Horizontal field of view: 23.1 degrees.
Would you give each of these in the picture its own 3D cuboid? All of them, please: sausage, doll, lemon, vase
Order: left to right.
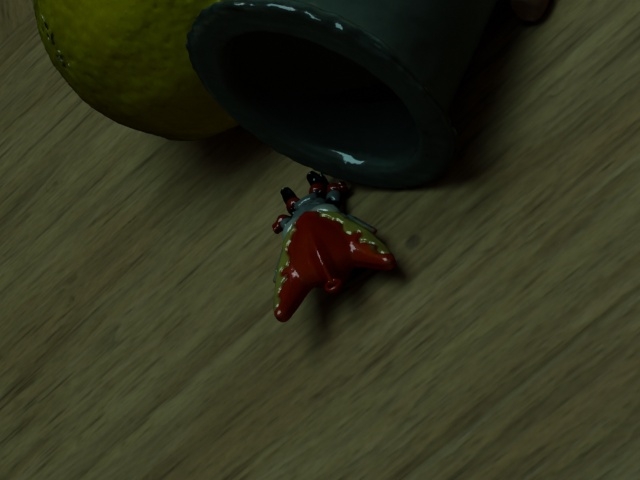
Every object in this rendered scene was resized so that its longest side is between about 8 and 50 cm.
[{"bbox_3d":[-0.132,-0.233,1.480,0.293,0.293,0.293,-27,45,30],"label":"lemon"},{"bbox_3d":[0.000,0.000,1.336,0.109,0.057,0.169,-27,27,6],"label":"doll"},{"bbox_3d":[0.052,-0.228,1.323,0.245,0.245,0.291,0,57,46],"label":"vase"},{"bbox_3d":[0.185,-0.227,1.337,0.034,0.034,0.083,-4,58,44],"label":"sausage"}]
